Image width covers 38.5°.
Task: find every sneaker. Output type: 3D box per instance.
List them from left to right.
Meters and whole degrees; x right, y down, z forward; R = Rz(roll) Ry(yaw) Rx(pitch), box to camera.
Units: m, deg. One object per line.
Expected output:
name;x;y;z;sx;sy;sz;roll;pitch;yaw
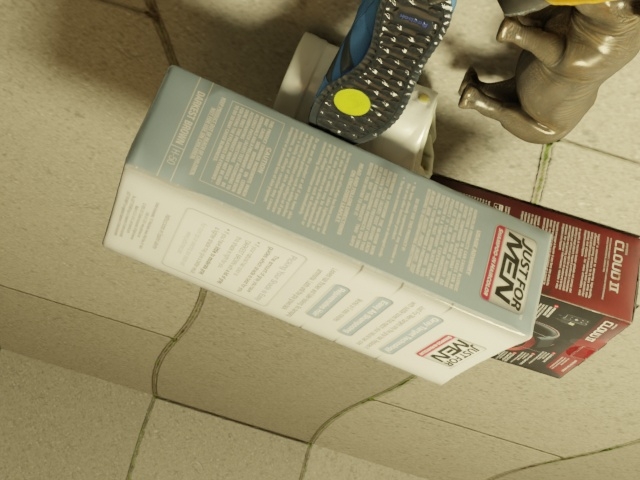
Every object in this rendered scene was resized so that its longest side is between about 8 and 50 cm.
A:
sneaker;0.025;-0.075;0.937;0.169;0.108;0.292;21;153;-2
sneaker;0.052;-0.161;0.751;0.069;0.082;0.209;20;142;-12

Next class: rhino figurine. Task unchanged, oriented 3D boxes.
rhino figurine;0.190;-0.156;0.714;0.106;0.073;0.243;22;153;-1

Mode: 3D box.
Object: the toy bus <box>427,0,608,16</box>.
toy bus;0.120;-0.195;0.477;0.130;0.333;0.108;-24;107;2

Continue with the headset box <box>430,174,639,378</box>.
headset box;0.217;0.053;1.071;0.293;0.110;0.218;17;154;1

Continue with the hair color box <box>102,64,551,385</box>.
hair color box;0.000;0.000;0.856;0.374;0.114;0.185;24;153;-9
